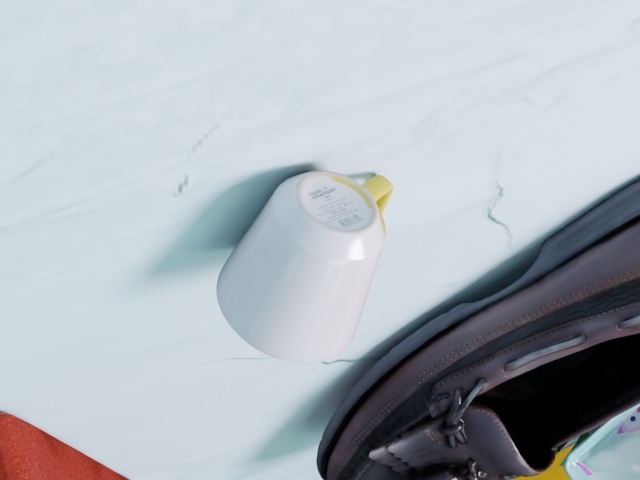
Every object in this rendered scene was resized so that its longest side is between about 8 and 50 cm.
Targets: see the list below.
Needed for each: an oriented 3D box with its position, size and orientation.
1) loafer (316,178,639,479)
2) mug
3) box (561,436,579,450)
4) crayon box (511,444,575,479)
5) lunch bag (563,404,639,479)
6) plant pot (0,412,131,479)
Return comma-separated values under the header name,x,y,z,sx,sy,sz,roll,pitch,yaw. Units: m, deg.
name,x,y,z,sx,sy,sz,roll,pitch,yaw
loafer,0.115,0.083,0.747,0.109,0.095,0.302,25,124,-40
mug,-0.003,0.001,0.546,0.062,0.078,0.064,16,133,-11
box,0.126,0.125,0.943,0.136,0.037,0.225,-31,155,10
crayon box,0.237,0.201,1.159,0.322,0.083,0.203,-22,157,-10
lunch bag,0.298,0.087,0.832,0.262,0.160,0.223,-45,169,11
plant pot,-0.191,0.275,0.683,0.267,0.236,0.267,-27,157,1
